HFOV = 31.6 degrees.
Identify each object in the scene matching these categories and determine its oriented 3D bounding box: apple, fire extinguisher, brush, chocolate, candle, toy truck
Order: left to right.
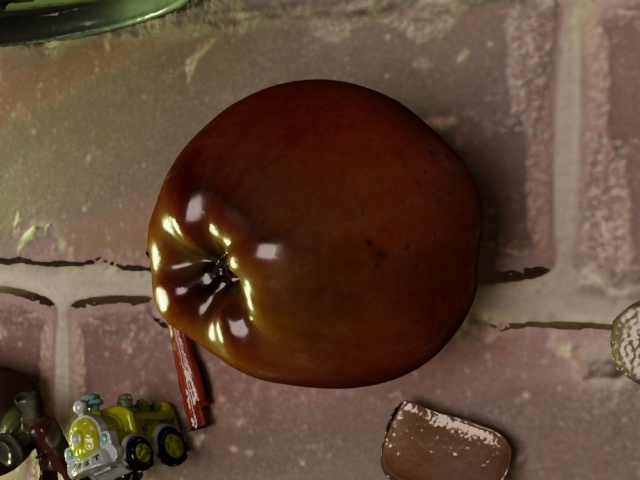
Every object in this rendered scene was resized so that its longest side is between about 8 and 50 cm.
[{"bbox_3d":[-0.355,0.180,1.103,0.336,0.106,0.147,12,122,32],"label":"fire extinguisher"},{"bbox_3d":[-0.172,0.169,0.976,0.076,0.111,0.077,-26,72,29],"label":"toy truck"},{"bbox_3d":[-0.123,0.083,0.995,0.026,0.021,0.168,-16,81,5],"label":"candle"},{"bbox_3d":[0.001,0.001,0.800,0.234,0.234,0.234,1,92,32],"label":"apple"},{"bbox_3d":[0.097,0.162,0.851,0.100,0.031,0.065,10,79,28],"label":"chocolate"},{"bbox_3d":[0.256,0.167,0.753,0.062,0.027,0.266,-23,79,31],"label":"brush"}]

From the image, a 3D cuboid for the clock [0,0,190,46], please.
[{"bbox_3d":[-0.258,-0.206,0.897,0.325,0.325,0.067,-7,94,32],"label":"clock"}]
